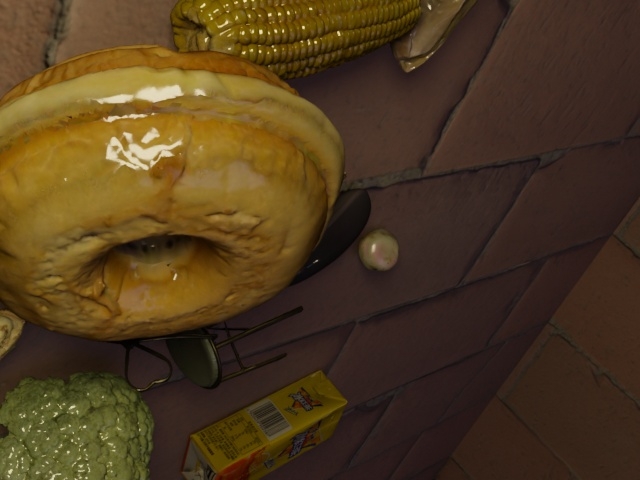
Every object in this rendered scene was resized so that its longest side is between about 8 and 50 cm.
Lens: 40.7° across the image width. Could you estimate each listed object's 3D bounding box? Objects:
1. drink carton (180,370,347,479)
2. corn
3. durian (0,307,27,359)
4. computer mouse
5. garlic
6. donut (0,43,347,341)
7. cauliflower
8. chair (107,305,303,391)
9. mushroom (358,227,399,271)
[{"bbox_3d":[-0.118,0.423,1.863,0.351,0.111,0.154,-22,146,-36],"label":"drink carton"},{"bbox_3d":[-0.014,-0.267,1.034,0.344,0.131,0.131,-24,146,-34],"label":"corn"},{"bbox_3d":[-0.412,0.129,1.128,0.130,0.066,0.052,-46,153,25],"label":"durian"},{"bbox_3d":[0.001,0.001,1.490,0.232,0.057,0.120,-38,151,-11],"label":"computer mouse"},{"bbox_3d":[0.150,-0.332,1.177,0.195,0.101,0.087,-48,167,17],"label":"garlic"},{"bbox_3d":[-0.180,-0.038,0.947,0.449,0.198,0.449,-9,152,-5],"label":"donut"},{"bbox_3d":[-0.389,0.336,1.297,0.275,0.272,0.250,14,150,-42],"label":"cauliflower"},{"bbox_3d":[-0.200,0.160,1.354,0.326,0.160,0.170,-26,147,-37],"label":"chair"},{"bbox_3d":[0.110,0.019,1.649,0.084,0.067,0.083,-6,101,-33],"label":"mushroom"}]
